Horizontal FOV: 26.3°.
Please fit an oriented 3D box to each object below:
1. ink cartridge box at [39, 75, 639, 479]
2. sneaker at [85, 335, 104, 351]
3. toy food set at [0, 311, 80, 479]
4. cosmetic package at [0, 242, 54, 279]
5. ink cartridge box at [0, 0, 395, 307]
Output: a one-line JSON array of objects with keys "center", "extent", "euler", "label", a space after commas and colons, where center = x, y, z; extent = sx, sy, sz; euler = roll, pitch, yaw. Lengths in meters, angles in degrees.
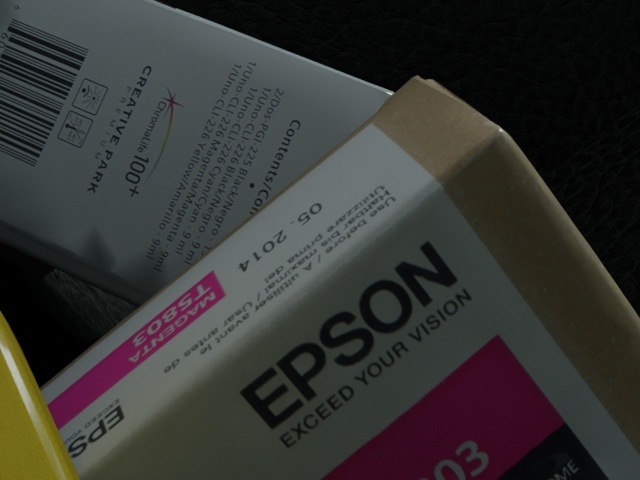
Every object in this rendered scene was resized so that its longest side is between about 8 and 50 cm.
[{"center": [0.011, 0.093, 0.481], "extent": [0.193, 0.234, 0.088], "euler": [50, 1, -22], "label": "ink cartridge box"}, {"center": [-0.048, 0.133, 0.706], "extent": [0.114, 0.152, 0.305], "euler": [14, 5, -39], "label": "sneaker"}, {"center": [-0.127, 0.045, 0.361], "extent": [0.218, 0.071, 0.128], "euler": [61, 4, 22], "label": "toy food set"}, {"center": [-0.218, -0.126, 0.806], "extent": [0.225, 0.138, 0.224], "euler": [53, 1, 25], "label": "cosmetic package"}, {"center": [0.000, 0.000, 0.719], "extent": [0.272, 0.130, 0.309], "euler": [24, -2, 22], "label": "ink cartridge box"}]
